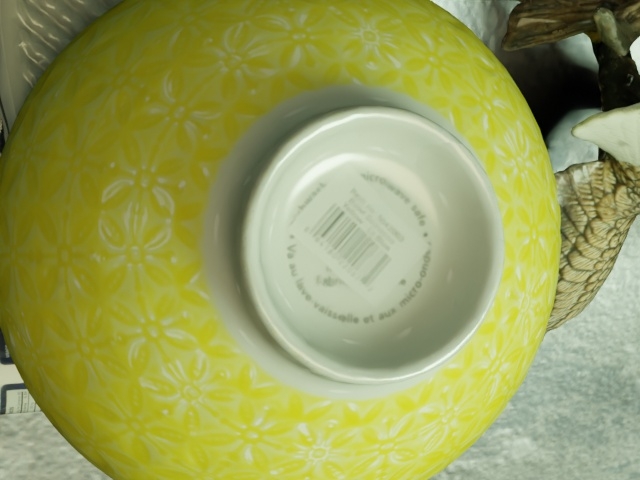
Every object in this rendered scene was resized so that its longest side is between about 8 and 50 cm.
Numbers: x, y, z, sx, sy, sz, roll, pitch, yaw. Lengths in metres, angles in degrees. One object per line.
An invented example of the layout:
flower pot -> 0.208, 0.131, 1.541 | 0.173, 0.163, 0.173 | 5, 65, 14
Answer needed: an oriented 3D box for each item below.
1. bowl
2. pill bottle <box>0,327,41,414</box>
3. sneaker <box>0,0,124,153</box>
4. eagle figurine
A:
bowl -> 0.000, 0.000, 0.620 | 0.290, 0.156, 0.289 | 0, 90, -18
pill bottle -> -0.174, 0.070, 0.809 | 0.120, 0.067, 0.067 | -2, 118, -17
sneaker -> -0.115, -0.071, 0.731 | 0.126, 0.127, 0.321 | 5, 91, -11
eagle figurine -> 0.202, -0.021, 0.819 | 0.225, 0.226, 0.298 | -22, 119, -30
